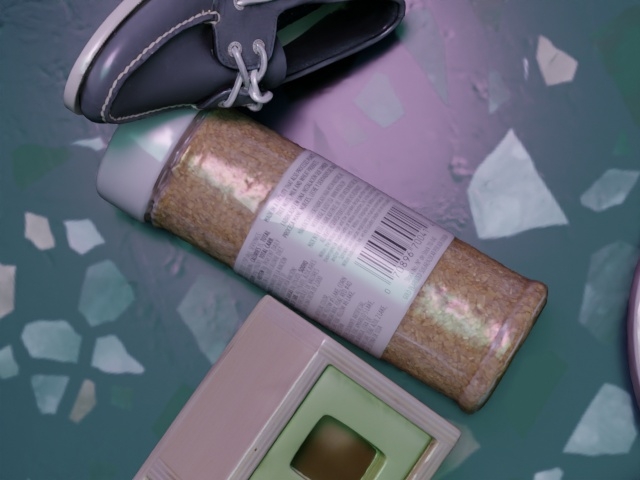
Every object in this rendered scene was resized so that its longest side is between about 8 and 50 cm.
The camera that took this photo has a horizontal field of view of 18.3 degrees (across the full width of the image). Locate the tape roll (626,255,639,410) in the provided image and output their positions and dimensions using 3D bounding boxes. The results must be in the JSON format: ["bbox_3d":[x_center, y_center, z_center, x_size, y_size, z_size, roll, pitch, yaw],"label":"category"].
[{"bbox_3d":[0.436,0.076,1.558,0.392,0.072,0.392,0,84,3],"label":"tape roll"}]

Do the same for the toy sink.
[{"bbox_3d":[-0.032,0.188,1.513,0.153,0.131,0.234,38,87,-28],"label":"toy sink"}]

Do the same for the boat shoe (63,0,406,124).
[{"bbox_3d":[-0.057,-0.155,1.513,0.099,0.116,0.319,42,45,19],"label":"boat shoe"}]

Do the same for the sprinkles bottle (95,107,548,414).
[{"bbox_3d":[0.000,0.000,1.565,0.355,0.121,0.121,31,87,6],"label":"sprinkles bottle"}]
